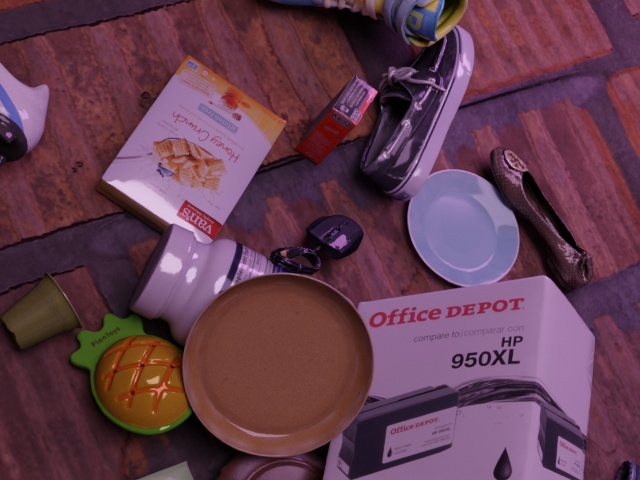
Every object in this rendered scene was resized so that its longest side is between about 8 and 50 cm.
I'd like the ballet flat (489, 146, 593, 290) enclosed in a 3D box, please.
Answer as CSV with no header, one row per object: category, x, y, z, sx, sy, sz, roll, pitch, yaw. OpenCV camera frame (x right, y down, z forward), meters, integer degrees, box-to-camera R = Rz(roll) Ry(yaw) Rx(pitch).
ballet flat,0.340,-0.040,1.928,0.084,0.058,0.250,-23,81,-52

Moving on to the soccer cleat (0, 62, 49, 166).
soccer cleat,-0.504,-0.218,1.625,0.331,0.116,0.143,30,45,-13

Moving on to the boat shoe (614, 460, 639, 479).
boat shoe,0.448,0.408,1.811,0.083,0.065,0.183,27,56,-9

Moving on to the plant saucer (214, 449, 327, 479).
plant saucer,-0.044,0.347,1.599,0.198,0.036,0.199,6,69,-17

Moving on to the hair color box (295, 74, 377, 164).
hair color box,0.022,-0.169,1.803,0.043,0.141,0.072,36,61,-7

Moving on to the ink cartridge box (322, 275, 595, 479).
ink cartridge box,0.167,0.261,1.577,0.166,0.285,0.395,47,44,-42

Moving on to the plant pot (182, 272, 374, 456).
plant pot,-0.052,0.151,1.565,0.236,0.032,0.236,-2,103,-7

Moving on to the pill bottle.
pill bottle,-0.102,0.090,1.642,0.264,0.153,0.153,27,62,-11

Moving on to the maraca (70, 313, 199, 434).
maraca,-0.232,0.166,1.590,0.127,0.099,0.185,-33,62,-26

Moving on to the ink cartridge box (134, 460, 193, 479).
ink cartridge box,-0.181,0.388,1.540,0.109,0.062,0.209,-16,77,-28

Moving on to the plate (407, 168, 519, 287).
plate,0.210,-0.016,1.894,0.188,0.024,0.188,8,68,-20

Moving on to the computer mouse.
computer mouse,0.000,0.000,1.714,0.071,0.041,0.242,37,22,11

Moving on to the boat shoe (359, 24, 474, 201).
boat shoe,0.135,-0.210,1.887,0.105,0.113,0.306,33,69,-25

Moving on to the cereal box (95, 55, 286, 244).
cereal box,-0.175,-0.118,1.751,0.173,0.047,0.240,33,61,-8

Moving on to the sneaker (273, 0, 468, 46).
sneaker,0.071,-0.367,1.863,0.319,0.127,0.208,-11,50,-15

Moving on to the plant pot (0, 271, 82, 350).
plant pot,-0.353,0.095,1.579,0.079,0.083,0.083,-33,85,-18
